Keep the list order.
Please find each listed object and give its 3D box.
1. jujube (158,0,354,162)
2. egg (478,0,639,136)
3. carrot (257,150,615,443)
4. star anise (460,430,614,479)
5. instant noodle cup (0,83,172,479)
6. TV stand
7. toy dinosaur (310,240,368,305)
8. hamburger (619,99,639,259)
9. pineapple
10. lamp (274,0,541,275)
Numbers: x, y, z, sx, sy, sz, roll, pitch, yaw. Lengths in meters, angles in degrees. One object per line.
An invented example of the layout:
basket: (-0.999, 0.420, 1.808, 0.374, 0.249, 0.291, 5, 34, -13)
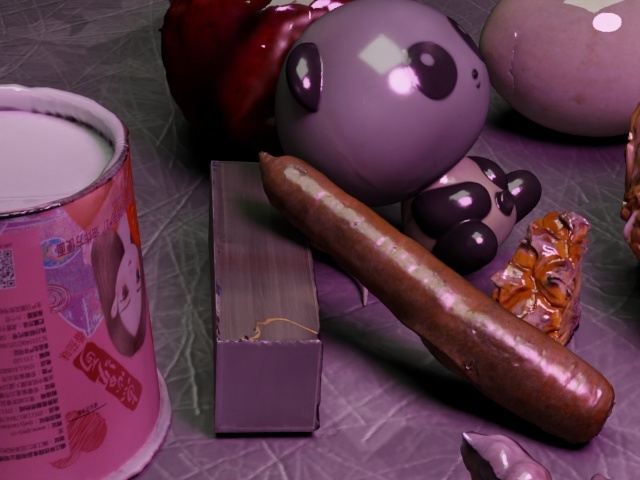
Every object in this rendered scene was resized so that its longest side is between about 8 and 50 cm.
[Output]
jujube: (-0.028, -0.218, 1.443, 0.258, 0.258, 0.377, 2, 37, -2)
egg: (0.283, -0.198, 1.471, 0.253, 0.186, 0.186, -2, 32, -10)
carrot: (0.075, 0.039, 1.110, 0.342, 0.070, 0.070, 37, 42, 14)
star anise: (0.156, 0.206, 0.903, 0.229, 0.093, 0.236, -9, 36, -19)
instant noodle cup: (-0.228, 0.033, 1.017, 0.243, 0.231, 0.243, 2, 31, -1)
TV stand: (-0.048, 0.038, 1.156, 0.082, 0.088, 0.269, 2, 32, -6)
toy dinosaur: (0.013, -0.006, 1.287, 0.058, 0.037, 0.180, -27, 34, -16)
hamburger: (0.382, -0.048, 1.185, 0.245, 0.260, 0.211, 15, 24, -18)
pineapple: (0.183, 0.045, 1.170, 0.069, 0.137, 0.116, 23, -4, 24)
lamp: (0.072, -0.089, 1.220, 0.244, 0.198, 0.198, 52, 40, -5)
